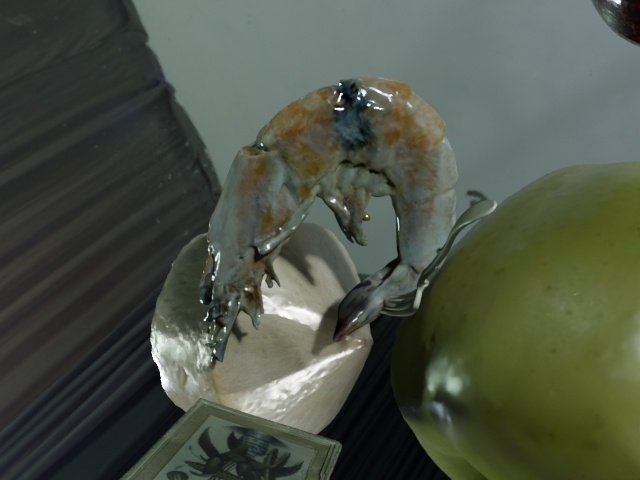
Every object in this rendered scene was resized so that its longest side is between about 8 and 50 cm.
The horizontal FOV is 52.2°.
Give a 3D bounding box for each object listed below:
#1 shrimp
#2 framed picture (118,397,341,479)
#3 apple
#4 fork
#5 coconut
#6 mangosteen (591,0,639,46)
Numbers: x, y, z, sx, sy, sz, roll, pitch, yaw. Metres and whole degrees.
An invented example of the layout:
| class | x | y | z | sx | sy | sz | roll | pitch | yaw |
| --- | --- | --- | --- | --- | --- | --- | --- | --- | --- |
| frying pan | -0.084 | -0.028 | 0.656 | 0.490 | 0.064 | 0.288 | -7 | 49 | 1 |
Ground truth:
| class | x | y | z | sx | sy | sz | roll | pitch | yaw |
| --- | --- | --- | --- | --- | --- | --- | --- | --- | --- |
| shrimp | 0.000 | 0.000 | 0.687 | 0.247 | 0.085 | 0.360 | 35 | 100 | -13 |
| framed picture | -0.079 | 0.220 | 0.623 | 0.173 | 0.231 | 0.010 | 15 | 100 | 8 |
| apple | 0.321 | 0.139 | 0.763 | 0.474 | 0.473 | 0.473 | 25 | 139 | 24 |
| fork | 0.106 | 0.022 | 0.589 | 0.028 | 0.034 | 0.219 | 37 | 148 | 4 |
| coconut | -0.062 | 0.116 | 0.878 | 0.329 | 0.329 | 0.329 | 25 | 139 | 24 |
| mangosteen | 0.414 | -0.306 | 0.659 | 0.288 | 0.288 | 0.288 | 25 | 139 | 24 |
